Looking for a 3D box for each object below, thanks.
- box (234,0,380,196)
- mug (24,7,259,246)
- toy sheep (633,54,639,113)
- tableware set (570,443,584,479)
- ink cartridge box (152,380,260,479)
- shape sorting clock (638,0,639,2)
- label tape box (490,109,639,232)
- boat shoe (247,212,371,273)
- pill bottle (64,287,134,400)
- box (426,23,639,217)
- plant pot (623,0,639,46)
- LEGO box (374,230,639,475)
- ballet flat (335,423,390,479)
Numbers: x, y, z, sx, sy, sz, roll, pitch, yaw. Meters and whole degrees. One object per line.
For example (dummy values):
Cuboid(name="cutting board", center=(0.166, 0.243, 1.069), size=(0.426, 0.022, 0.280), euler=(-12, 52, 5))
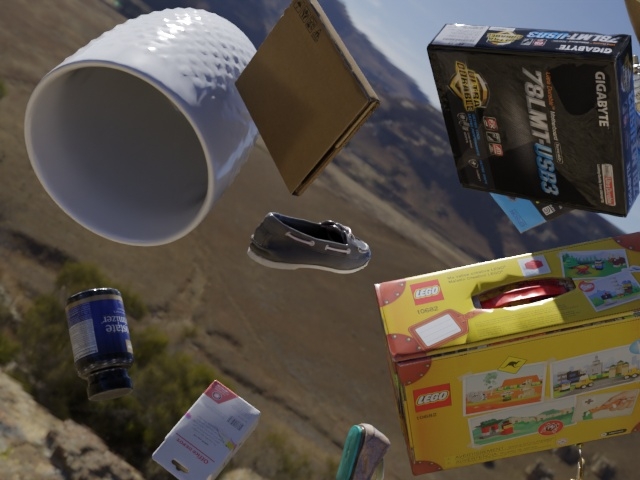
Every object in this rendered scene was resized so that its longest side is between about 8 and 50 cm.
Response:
Cuboid(name="box", center=(-0.024, -0.182, 1.081), size=(0.021, 0.164, 0.201), euler=(5, 47, -44))
Cuboid(name="mug", center=(-0.260, -0.179, 1.299), size=(0.276, 0.374, 0.328), euler=(59, 31, -22))
Cuboid(name="toy sheep", center=(0.673, -0.327, 1.845), size=(0.091, 0.132, 0.091), euler=(-3, -8, 0))
Cuboid(name="tableware set", center=(0.540, 0.459, 1.851), size=(0.024, 0.154, 0.104), euler=(5, 10, 10))
Cuboid(name="ink cartridge box", center=(-0.219, 0.382, 1.682), size=(0.115, 0.198, 0.067), euler=(34, -34, 12))
Cuboid(name="shape sorting clock", center=(0.406, -0.349, 0.968), size=(0.206, 0.206, 0.040), euler=(38, 43, 17))
Cuboid(name="label tape box", center=(0.490, -0.187, 1.815), size=(0.241, 0.333, 0.106), euler=(50, 47, -11))
Cuboid(name="boat shoe", center=(0.000, 0.000, 1.747), size=(0.335, 0.096, 0.112), euler=(1, 28, -48))
Cuboid(name="pill bottle", center=(-0.463, 0.221, 1.863), size=(0.123, 0.122, 0.219), euler=(19, 52, -61))
Cuboid(name="box", center=(0.332, -0.186, 1.355), size=(0.293, 0.073, 0.296), euler=(16, -37, 35))
Cuboid(name="plant pot", center=(0.527, -0.399, 1.264), size=(0.254, 0.237, 0.237), euler=(27, 12, -46))
Cuboid(name="LEGO box", center=(0.378, 0.220, 1.645), size=(0.193, 0.499, 0.373), euler=(-101, 179, -47))
Cuboid(name="ballet flat", center=(0.072, 0.561, 1.922), size=(0.106, 0.316, 0.107), euler=(24, -3, -22))
